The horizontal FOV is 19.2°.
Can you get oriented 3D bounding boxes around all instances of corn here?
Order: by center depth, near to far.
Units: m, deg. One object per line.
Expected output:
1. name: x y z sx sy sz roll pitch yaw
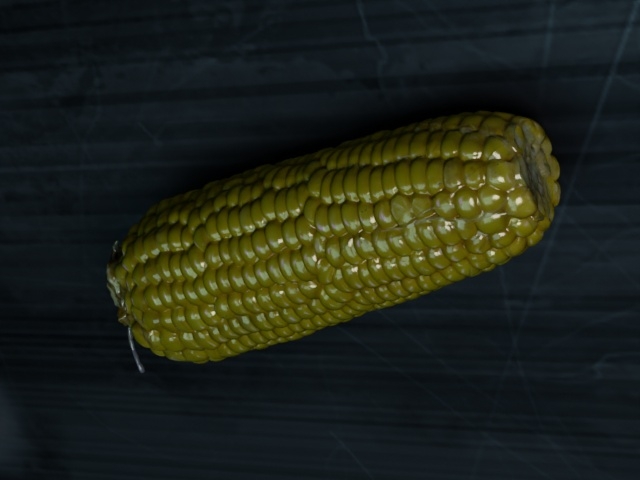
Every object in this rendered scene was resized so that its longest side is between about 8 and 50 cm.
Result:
1. corn: 0.000 0.000 1.077 0.305 0.106 0.106 -17 116 40
